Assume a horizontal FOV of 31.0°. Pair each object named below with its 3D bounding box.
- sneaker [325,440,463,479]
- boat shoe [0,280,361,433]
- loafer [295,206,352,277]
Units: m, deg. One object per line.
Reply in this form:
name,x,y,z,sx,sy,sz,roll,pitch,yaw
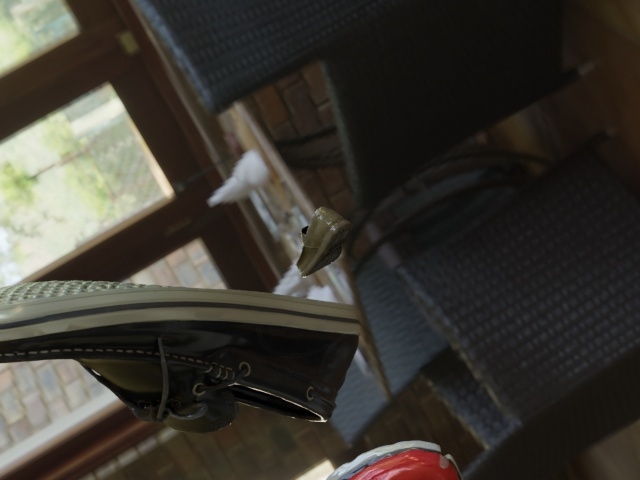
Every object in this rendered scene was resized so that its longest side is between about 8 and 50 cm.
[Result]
sneaker,0.001,0.266,0.875,0.107,0.279,0.118,50,-176,-8
boat shoe,-0.147,0.124,1.207,0.187,0.156,0.500,2,174,43
loafer,0.000,0.000,1.513,0.050,0.056,0.148,55,148,13
